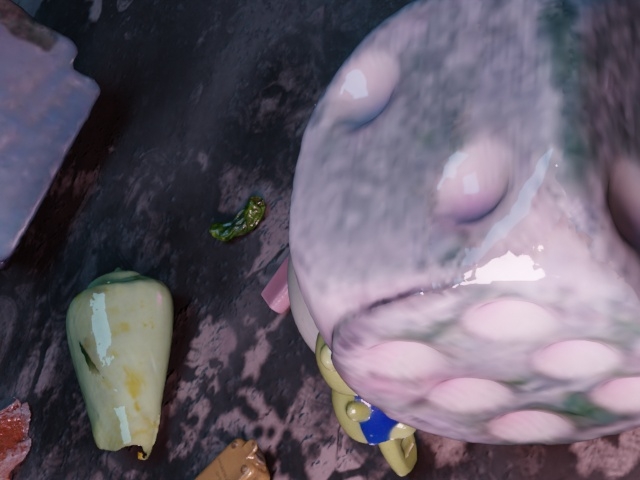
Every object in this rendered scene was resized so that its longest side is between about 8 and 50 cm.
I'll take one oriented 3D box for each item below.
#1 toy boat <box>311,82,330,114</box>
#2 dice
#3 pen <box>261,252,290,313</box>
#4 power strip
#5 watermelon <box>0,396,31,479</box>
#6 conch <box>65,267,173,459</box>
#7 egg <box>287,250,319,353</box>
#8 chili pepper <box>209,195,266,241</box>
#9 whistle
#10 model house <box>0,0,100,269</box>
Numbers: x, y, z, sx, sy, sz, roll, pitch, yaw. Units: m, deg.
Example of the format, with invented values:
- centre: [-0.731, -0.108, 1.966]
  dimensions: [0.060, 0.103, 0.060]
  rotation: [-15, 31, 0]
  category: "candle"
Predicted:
- centre: [0.066, -0.104, 1.910]
  dimensions: [0.155, 0.085, 0.227]
  rotation: [-20, 52, 13]
  category: "toy boat"
- centre: [0.191, -0.021, 1.503]
  dimensions: [0.330, 0.328, 0.348]
  rotation: [-17, 53, 41]
  category: "dice"
- centre: [0.000, 0.000, 1.949]
  dimensions: [0.197, 0.032, 0.053]
  rotation: [-52, 36, 12]
  category: "pen"
- centre: [-0.165, 0.338, 1.887]
  dimensions: [0.305, 0.044, 0.064]
  rotation: [-45, 39, 14]
  category: "power strip"
- centre: [-0.449, 0.307, 2.228]
  dimensions: [0.158, 0.121, 0.098]
  rotation: [-26, 42, -33]
  category: "watermelon"
- centre: [-0.256, 0.154, 2.076]
  dimensions: [0.143, 0.137, 0.251]
  rotation: [-3, 80, 18]
  category: "conch"
- centre: [0.060, 0.014, 1.737]
  dimensions: [0.183, 0.183, 0.264]
  rotation: [0, 78, 48]
  category: "egg"
- centre: [-0.102, -0.025, 2.087]
  dimensions: [0.091, 0.034, 0.030]
  rotation: [-34, 10, 29]
  category: "chili pepper"
- centre: [0.056, 0.149, 1.631]
  dimensions: [0.085, 0.227, 0.105]
  rotation: [1, 40, 31]
  category: "whistle"
- centre: [-0.524, -0.166, 2.494]
  dimensions: [0.360, 0.297, 0.339]
  rotation: [-65, 7, -8]
  category: "model house"
